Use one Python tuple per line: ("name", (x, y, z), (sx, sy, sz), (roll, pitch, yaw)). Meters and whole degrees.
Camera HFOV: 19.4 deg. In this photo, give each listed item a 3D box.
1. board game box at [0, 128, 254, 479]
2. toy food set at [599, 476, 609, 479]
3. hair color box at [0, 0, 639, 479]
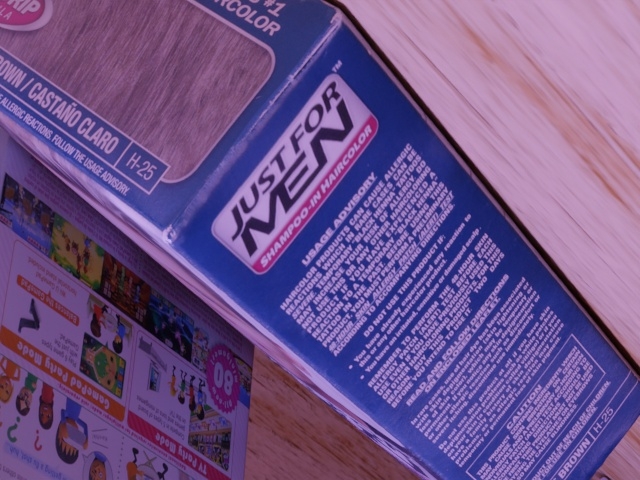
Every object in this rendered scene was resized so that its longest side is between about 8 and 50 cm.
("board game box", (-0.121, 0.029, 0.880), (0.097, 0.303, 0.224), (-11, 149, 25))
("toy food set", (0.200, 0.241, 1.542), (0.232, 0.111, 0.104), (39, 177, 22))
("hair color box", (0.000, 0.000, 0.812), (0.174, 0.105, 0.347), (34, 173, 39))
